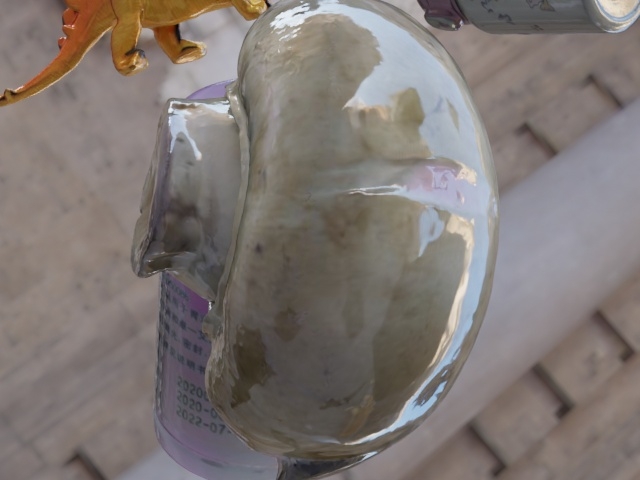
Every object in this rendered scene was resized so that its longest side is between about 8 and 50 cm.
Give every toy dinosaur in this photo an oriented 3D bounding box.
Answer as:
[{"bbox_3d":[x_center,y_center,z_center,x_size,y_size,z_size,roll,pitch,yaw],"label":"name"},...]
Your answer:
[{"bbox_3d":[-0.119,-0.181,1.395,0.070,0.288,0.117,20,51,-82],"label":"toy dinosaur"}]

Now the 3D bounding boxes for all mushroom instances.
[{"bbox_3d":[0.000,0.000,1.002,0.184,0.255,0.255,14,-35,-12],"label":"mushroom"}]

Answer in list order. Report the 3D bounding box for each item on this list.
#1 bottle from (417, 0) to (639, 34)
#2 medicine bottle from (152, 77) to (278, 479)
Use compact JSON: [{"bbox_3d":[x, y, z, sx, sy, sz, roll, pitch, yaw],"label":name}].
[{"bbox_3d":[0.187,-0.246,1.855,0.233,0.110,0.110,5,-57,44],"label":"bottle"},{"bbox_3d":[-0.037,0.029,1.375,0.152,0.152,0.254,29,-53,32],"label":"medicine bottle"}]
